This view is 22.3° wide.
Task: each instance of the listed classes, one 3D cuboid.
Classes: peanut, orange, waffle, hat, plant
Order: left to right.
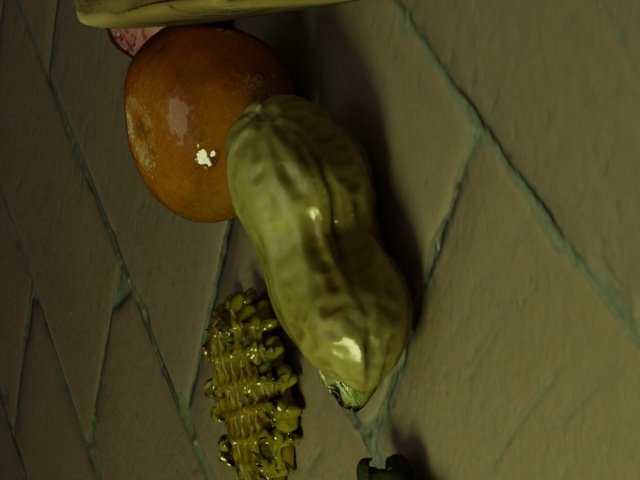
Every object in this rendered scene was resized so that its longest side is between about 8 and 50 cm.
[{"bbox_3d":[-0.112,-0.128,1.706,0.224,0.170,0.224,39,135,55],"label":"orange"},{"bbox_3d":[-0.081,0.174,1.851,0.229,0.051,0.232,-127,38,-48],"label":"waffle"},{"bbox_3d":[0.000,0.000,1.515,0.147,0.147,0.306,129,128,-59],"label":"peanut"},{"bbox_3d":[0.028,0.121,1.568,0.076,0.059,0.077,54,172,-12],"label":"hat"},{"bbox_3d":[0.073,0.261,1.464,0.087,0.085,0.174,70,-179,-49],"label":"plant"}]

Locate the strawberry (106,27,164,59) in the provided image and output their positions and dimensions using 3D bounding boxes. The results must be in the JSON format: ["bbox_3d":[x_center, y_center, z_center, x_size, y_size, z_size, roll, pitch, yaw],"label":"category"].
[{"bbox_3d":[-0.172,-0.279,1.930,0.175,0.106,0.236,2,99,30],"label":"strawberry"}]

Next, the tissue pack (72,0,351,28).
[{"bbox_3d":[-0.088,-0.318,1.509,0.305,0.238,0.239,5,99,60],"label":"tissue pack"}]
